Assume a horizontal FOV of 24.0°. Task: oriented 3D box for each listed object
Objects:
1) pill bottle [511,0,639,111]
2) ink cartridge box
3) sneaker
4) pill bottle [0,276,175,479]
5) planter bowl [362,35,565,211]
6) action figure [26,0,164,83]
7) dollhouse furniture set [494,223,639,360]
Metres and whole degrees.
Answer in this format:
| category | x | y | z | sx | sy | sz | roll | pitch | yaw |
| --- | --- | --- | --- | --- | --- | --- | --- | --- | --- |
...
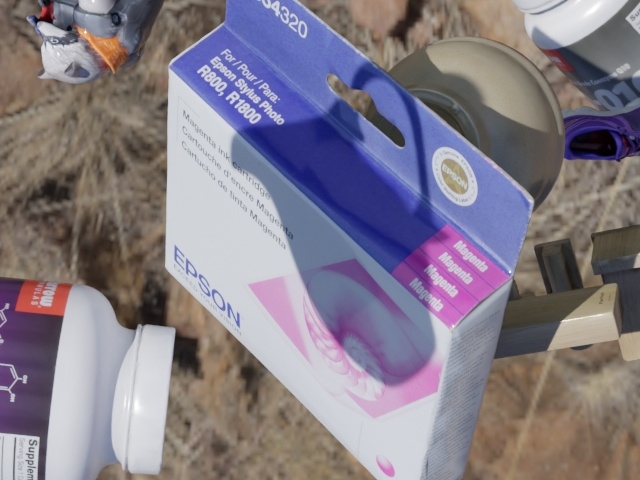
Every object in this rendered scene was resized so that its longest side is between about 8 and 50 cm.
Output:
| category | x | y | z | sx | sy | sz | roll | pitch | yaw |
| --- | --- | --- | --- | --- | --- | --- | --- | --- | --- |
| pill bottle | 0.324 | -0.232 | 1.626 | 0.161 | 0.161 | 0.283 | -35 | 117 | 29 |
| ink cartridge box | 0.000 | 0.000 | 1.140 | 0.071 | 0.324 | 0.330 | -31 | 147 | -27 |
| sneaker | 0.324 | -0.105 | 1.562 | 0.170 | 0.071 | 0.068 | -10 | 116 | 3 |
| pill bottle | -0.287 | 0.117 | 1.248 | 0.323 | 0.181 | 0.181 | 5 | 133 | -5 |
| planter bowl | 0.097 | -0.074 | 1.163 | 0.162 | 0.109 | 0.162 | 5 | 102 | 24 |
| action figure | -0.247 | -0.337 | 1.773 | 0.178 | 0.330 | 0.341 | 20 | 169 | 28 |
| dollhouse furniture set | 0.217 | 0.083 | 1.239 | 0.144 | 0.151 | 0.123 | -11 | 112 | 20 |
